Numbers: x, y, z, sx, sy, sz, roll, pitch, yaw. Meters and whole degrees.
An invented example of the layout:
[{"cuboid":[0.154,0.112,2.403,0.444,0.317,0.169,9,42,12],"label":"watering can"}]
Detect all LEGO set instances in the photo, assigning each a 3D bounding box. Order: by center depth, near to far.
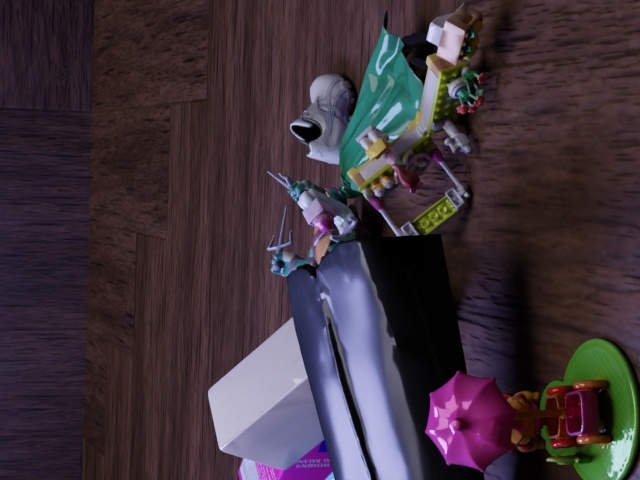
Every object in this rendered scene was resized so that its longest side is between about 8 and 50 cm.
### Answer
[{"cuboid":[0.111,-0.096,1.545,0.287,0.132,0.107,-50,55,26],"label":"LEGO set"}]

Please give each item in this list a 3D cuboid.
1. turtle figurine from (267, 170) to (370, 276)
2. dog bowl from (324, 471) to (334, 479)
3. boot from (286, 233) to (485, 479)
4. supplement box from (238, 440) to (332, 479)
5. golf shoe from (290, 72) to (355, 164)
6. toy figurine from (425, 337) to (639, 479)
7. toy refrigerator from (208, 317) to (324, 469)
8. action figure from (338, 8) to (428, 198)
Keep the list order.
[{"cuboid":[0.000,0.000,1.795,0.234,0.118,0.175,-98,8,-45],"label":"turtle figurine"},{"cuboid":[0.052,0.330,1.726,0.297,0.074,0.166,123,142,-57],"label":"dog bowl"},{"cuboid":[0.035,0.242,1.502,0.367,0.146,0.445,-23,82,48],"label":"boot"},{"cuboid":[-0.017,0.261,1.867,0.220,0.111,0.114,110,152,-43],"label":"supplement box"},{"cuboid":[0.001,-0.155,1.876,0.176,0.086,0.069,-114,29,-52],"label":"golf shoe"},{"cuboid":[0.162,0.151,1.301,0.173,0.159,0.130,154,115,-69],"label":"toy figurine"},{"cuboid":[0.003,0.135,1.669,0.269,0.102,0.094,-43,44,28],"label":"toy refrigerator"},{"cuboid":[0.068,-0.130,1.719,0.232,0.063,0.137,117,146,-44],"label":"action figure"}]
